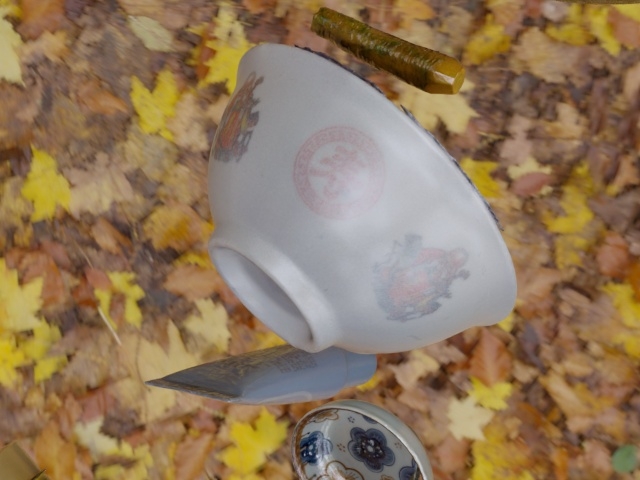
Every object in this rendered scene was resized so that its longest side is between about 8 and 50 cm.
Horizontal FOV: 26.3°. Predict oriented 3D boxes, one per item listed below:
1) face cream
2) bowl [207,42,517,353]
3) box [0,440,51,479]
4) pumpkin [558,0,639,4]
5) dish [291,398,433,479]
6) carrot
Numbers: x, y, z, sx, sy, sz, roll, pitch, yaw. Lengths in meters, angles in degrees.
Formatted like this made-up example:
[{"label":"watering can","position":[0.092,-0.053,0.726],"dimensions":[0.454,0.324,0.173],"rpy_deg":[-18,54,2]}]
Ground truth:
[{"label":"face cream","position":[-0.054,0.178,1.811],"dimensions":[0.385,0.136,0.086],"rpy_deg":[-2,98,-55]},{"label":"bowl","position":[0.000,0.000,1.252],"dimensions":[0.157,0.345,0.345],"rpy_deg":[-45,109,-18]},{"label":"box","position":[-0.186,0.148,0.703],"dimensions":[0.105,0.105,0.037],"rpy_deg":[-39,91,-4]},{"label":"pumpkin","position":[0.189,-0.272,1.090],"dimensions":[0.219,0.219,0.162],"rpy_deg":[4,103,-16]},{"label":"dish","position":[0.053,0.191,1.239],"dimensions":[0.078,0.141,0.141],"rpy_deg":[-39,114,-47]},{"label":"carrot","position":[0.061,-0.184,1.319],"dimensions":[0.171,0.042,0.042],"rpy_deg":[29,94,24]}]
